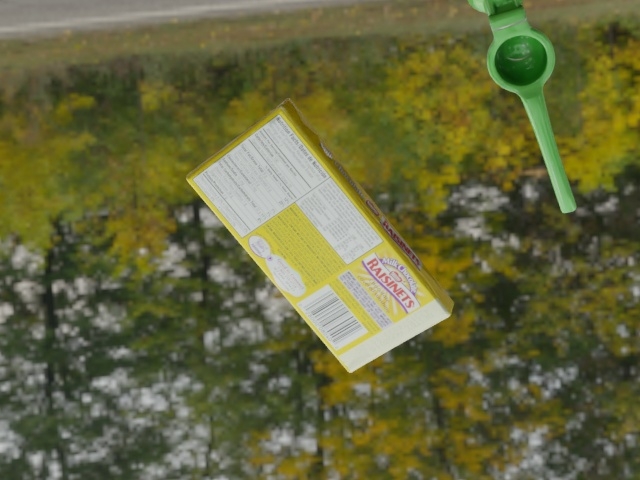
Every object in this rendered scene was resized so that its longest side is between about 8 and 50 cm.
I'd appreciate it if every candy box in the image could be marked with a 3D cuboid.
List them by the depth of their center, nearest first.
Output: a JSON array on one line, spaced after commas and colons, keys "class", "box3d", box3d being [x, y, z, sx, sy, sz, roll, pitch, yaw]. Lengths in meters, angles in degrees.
[{"class": "candy box", "box3d": [0.000, 0.000, 0.903, 0.105, 0.206, 0.027, -33, -167, 26]}]

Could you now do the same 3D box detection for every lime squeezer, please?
[{"class": "lime squeezer", "box3d": [0.161, -0.176, 1.012, 0.058, 0.311, 0.110, -15, 170, -3]}]
